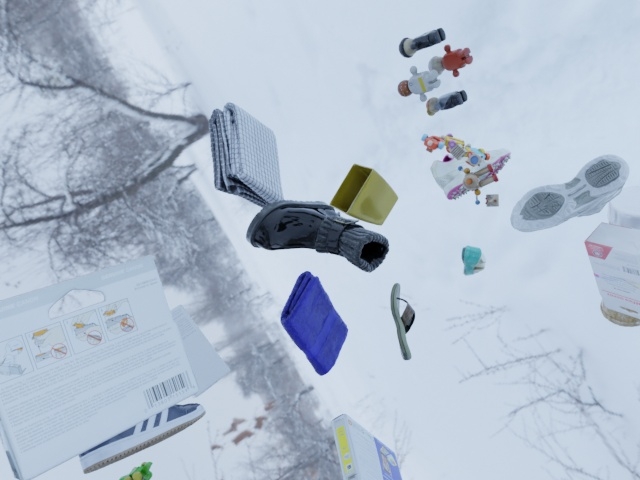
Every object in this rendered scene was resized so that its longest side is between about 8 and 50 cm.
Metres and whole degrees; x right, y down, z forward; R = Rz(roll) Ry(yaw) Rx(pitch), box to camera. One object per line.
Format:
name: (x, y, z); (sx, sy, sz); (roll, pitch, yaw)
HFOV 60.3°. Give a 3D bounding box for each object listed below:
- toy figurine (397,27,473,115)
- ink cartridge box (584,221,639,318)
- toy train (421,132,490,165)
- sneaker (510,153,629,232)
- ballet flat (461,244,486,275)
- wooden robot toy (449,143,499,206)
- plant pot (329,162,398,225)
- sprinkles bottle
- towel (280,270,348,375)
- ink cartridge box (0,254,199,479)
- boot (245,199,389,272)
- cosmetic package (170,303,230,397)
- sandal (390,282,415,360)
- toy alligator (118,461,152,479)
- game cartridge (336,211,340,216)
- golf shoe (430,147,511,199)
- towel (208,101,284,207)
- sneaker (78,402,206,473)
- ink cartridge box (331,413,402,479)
toy figurine: (0.328, -0.492, 1.619); (0.148, 0.213, 0.209); (-1, 79, 50)
ink cartridge box: (0.615, 0.066, 1.096); (0.115, 0.067, 0.198); (24, 150, 54)
toy train: (0.333, -0.218, 1.368); (0.166, 0.125, 0.046); (29, 124, 18)
sneaker: (0.495, -0.070, 1.088); (0.115, 0.232, 0.090); (34, -145, -51)
ballet flat: (0.582, 0.086, 2.088); (0.087, 0.083, 0.247); (9, 164, 18)
wooden robot toy: (0.357, -0.149, 1.270); (0.079, 0.076, 0.173); (-15, -102, -58)
plant pot: (0.196, -0.177, 2.314); (0.187, 0.212, 0.212); (30, -177, -24)
sprinkles bottle: (0.735, 0.046, 1.299); (0.121, 0.121, 0.355); (45, 158, 50)
towel: (-0.009, 0.276, 1.831); (0.076, 0.227, 0.308); (-6, 133, 31)
ink cartridge box: (-0.344, 0.174, 0.817); (0.060, 0.275, 0.238); (-16, 93, 49)
boot: (0.002, -0.004, 1.482); (0.260, 0.348, 0.131); (36, 124, 33)
cosmetic package: (-0.361, 0.300, 1.490); (0.231, 0.117, 0.085); (54, 155, 4)
sandal: (0.326, 0.308, 2.111); (0.120, 0.086, 0.302); (60, -160, -63)
toy alligator: (-0.561, 0.718, 1.648); (0.051, 0.190, 0.056); (55, -162, -5)
game cartridge: (0.057, -0.065, 2.133); (0.056, 0.017, 0.083); (-50, 27, 45)
golf shoe: (0.471, -0.241, 1.717); (0.140, 0.306, 0.115); (50, 147, 20)
towel: (-0.225, -0.247, 1.679); (0.235, 0.121, 0.283); (30, -134, -57)
sneaker: (-0.380, 0.355, 1.151); (0.099, 0.282, 0.153); (-42, 70, 36)
ink cartridge box: (0.162, 0.713, 1.632); (0.303, 0.072, 0.307); (48, -162, -33)
